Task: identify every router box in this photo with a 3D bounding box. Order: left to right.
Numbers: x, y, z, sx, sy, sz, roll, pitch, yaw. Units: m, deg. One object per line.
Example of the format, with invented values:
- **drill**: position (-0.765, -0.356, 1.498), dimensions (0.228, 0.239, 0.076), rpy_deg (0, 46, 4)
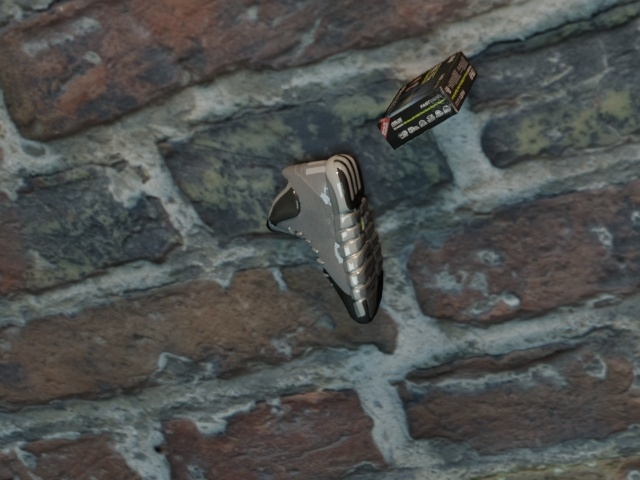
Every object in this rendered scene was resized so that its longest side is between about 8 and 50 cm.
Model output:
- **router box**: position (0.124, -0.162, 1.466), dimensions (0.092, 0.122, 0.038), rpy_deg (-29, 106, 29)

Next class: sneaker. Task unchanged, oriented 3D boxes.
- **sneaker**: position (0.000, 0.000, 1.639), dimensions (0.132, 0.086, 0.228), rpy_deg (-2, 111, 23)
